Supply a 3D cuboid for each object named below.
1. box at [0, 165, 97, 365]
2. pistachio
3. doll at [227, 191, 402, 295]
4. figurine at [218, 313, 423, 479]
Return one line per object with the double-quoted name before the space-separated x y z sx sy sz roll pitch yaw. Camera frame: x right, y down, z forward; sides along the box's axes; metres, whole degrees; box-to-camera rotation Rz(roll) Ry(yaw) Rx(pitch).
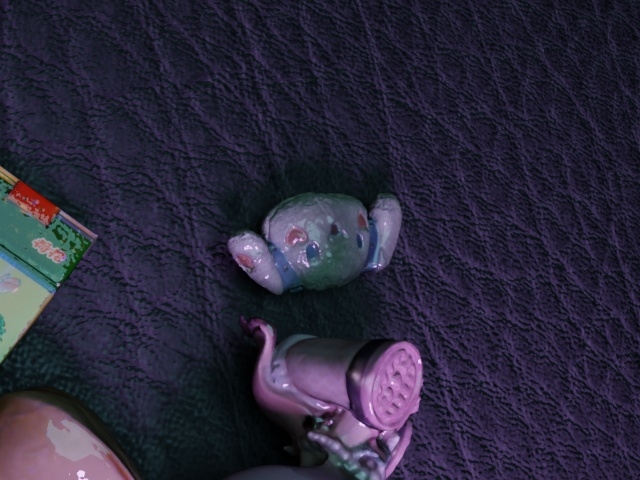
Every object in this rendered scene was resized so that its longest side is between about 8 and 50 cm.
"box" -0.319 0.051 0.788 0.132 0.034 0.235 38 66 -13
"pistachio" -0.211 0.201 0.762 0.185 0.126 0.108 51 32 -12
"doll" 0.000 0.000 0.929 0.214 0.071 0.103 -12 92 -34
"figurine" -0.025 0.261 0.791 0.211 0.253 0.361 6 62 21
